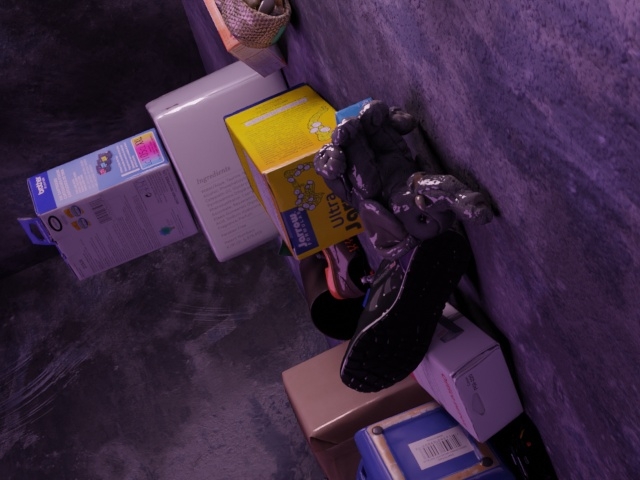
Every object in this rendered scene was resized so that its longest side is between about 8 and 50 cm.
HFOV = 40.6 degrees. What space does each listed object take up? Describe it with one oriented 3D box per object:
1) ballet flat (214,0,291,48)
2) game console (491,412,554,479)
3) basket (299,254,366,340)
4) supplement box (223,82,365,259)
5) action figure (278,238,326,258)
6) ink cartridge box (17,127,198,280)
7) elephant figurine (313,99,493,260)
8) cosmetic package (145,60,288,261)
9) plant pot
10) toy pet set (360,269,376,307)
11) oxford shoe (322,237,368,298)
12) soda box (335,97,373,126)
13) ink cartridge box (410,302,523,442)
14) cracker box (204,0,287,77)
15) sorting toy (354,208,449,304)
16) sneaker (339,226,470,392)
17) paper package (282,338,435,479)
[{"bbox_3d":[-0.187,-0.597,1.616,0.483,0.164,0.182,61,152,-5],"label":"ballet flat"},{"bbox_3d":[0.348,0.424,1.401,0.213,0.043,0.362,-151,38,-81],"label":"game console"},{"bbox_3d":[0.031,0.124,2.263,0.204,0.154,0.227,36,-163,-35],"label":"basket"},{"bbox_3d":[-0.038,-0.148,1.704,0.356,0.195,0.194,-125,13,-59],"label":"supplement box"},{"bbox_3d":[0.000,0.000,2.146,0.063,0.137,0.232,32,-174,36],"label":"action figure"},{"bbox_3d":[-0.537,-0.074,2.143,0.270,0.395,0.151,76,167,-50],"label":"ink cartridge box"},{"bbox_3d":[0.113,-0.057,1.163,0.239,0.169,0.186,47,-163,17],"label":"elephant figurine"},{"bbox_3d":[-0.211,-0.216,2.201,0.394,0.327,0.329,68,172,-20],"label":"cosmetic package"},{"bbox_3d":[0.192,0.404,1.425,0.236,0.235,0.212,-120,15,-52],"label":"plant pot"},{"bbox_3d":[0.125,0.141,1.975,0.114,0.065,0.122,-151,37,-78],"label":"toy pet set"},{"bbox_3d":[0.056,0.006,2.060,0.098,0.096,0.272,-5,105,46],"label":"oxford shoe"},{"bbox_3d":[0.097,-0.117,1.341,0.210,0.067,0.071,61,171,28],"label":"soda box"},{"bbox_3d":[0.200,0.184,1.340,0.218,0.092,0.159,44,164,55],"label":"ink cartridge box"},{"bbox_3d":[-0.162,-0.452,1.839,0.156,0.067,0.232,65,-168,10],"label":"cracker box"},{"bbox_3d":[0.146,0.011,1.427,0.275,0.046,0.132,54,171,6],"label":"sorting toy"},{"bbox_3d":[0.117,0.092,1.283,0.107,0.283,0.124,27,-167,-20],"label":"sneaker"},{"bbox_3d":[0.104,0.334,1.787,0.325,0.309,0.168,-133,20,-72],"label":"paper package"}]
